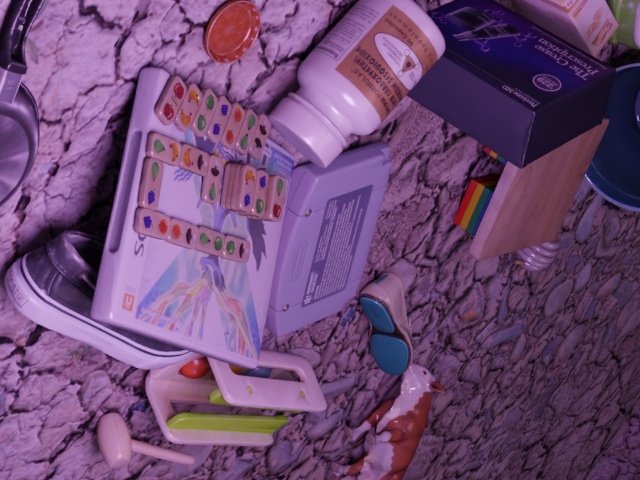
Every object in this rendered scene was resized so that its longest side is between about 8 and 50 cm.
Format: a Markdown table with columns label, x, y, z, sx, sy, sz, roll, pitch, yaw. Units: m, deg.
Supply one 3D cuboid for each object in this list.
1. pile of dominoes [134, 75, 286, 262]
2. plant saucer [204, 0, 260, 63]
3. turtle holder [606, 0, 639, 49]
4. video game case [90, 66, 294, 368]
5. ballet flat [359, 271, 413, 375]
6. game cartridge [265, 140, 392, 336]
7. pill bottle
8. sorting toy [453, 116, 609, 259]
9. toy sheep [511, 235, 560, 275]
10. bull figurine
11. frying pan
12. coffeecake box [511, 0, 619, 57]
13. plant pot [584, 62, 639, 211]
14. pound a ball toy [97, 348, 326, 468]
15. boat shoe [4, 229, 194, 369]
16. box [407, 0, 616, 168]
| label | x | y | z | sx | sy | sz | roll | pitch | yaw |
| --- | --- | --- | --- | --- | --- | --- | --- | --- | --- |
| pile of dominoes | -0.121 | -0.083 | 1.479 | 0.251 | 0.040 | 0.196 | 19 | 76 | -60 |
| plant saucer | -0.108 | -0.253 | 1.484 | 0.083 | 0.013 | 0.083 | -33 | 143 | -29 |
| turtle holder | 0.571 | -0.425 | 1.973 | 0.320 | 0.227 | 0.243 | -38 | 142 | -59 |
| video game case | -0.145 | -0.015 | 1.520 | 0.329 | 0.036 | 0.300 | 29 | 68 | -59 |
| ballet flat | 0.126 | 0.141 | 2.132 | 0.086 | 0.086 | 0.248 | -40 | 146 | -19 |
| game cartridge | 0.000 | 0.000 | 1.844 | 0.198 | 0.062 | 0.297 | -17 | 134 | -38 |
| pill bottle | 0.044 | -0.212 | 1.610 | 0.229 | 0.131 | 0.131 | -48 | 149 | -6 |
| sorting toy | 0.362 | -0.112 | 2.167 | 0.255 | 0.089 | 0.257 | -12 | 130 | -47 |
| toy sheep | 0.414 | 0.017 | 2.374 | 0.091 | 0.091 | 0.132 | -14 | 146 | -46 |
| bull figurine | 0.127 | 0.374 | 2.342 | 0.188 | 0.101 | 0.310 | -18 | 133 | -38 |
| frying pan | -0.329 | -0.136 | 1.287 | 0.326 | 0.053 | 0.197 | -47 | 149 | -3 |
| coffeecake box | 0.352 | -0.366 | 1.845 | 0.068 | 0.142 | 0.185 | -54 | 149 | 2 |
| plant pot | 0.633 | -0.214 | 2.277 | 0.255 | 0.272 | 0.271 | -30 | 145 | -56 |
| pound a ball toy | -0.168 | 0.234 | 1.818 | 0.208 | 0.136 | 0.319 | -35 | 155 | 22 |
| boat shoe | -0.232 | 0.074 | 1.522 | 0.119 | 0.121 | 0.335 | -35 | 152 | 19 |
| box | 0.251 | -0.232 | 1.734 | 0.184 | 0.261 | 0.103 | -31 | 143 | -32 |
